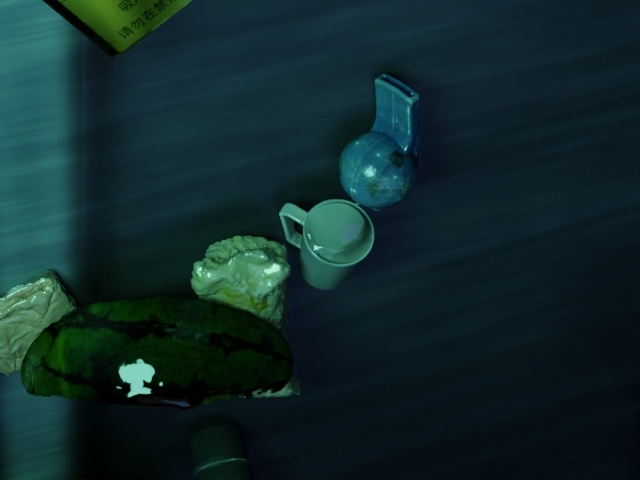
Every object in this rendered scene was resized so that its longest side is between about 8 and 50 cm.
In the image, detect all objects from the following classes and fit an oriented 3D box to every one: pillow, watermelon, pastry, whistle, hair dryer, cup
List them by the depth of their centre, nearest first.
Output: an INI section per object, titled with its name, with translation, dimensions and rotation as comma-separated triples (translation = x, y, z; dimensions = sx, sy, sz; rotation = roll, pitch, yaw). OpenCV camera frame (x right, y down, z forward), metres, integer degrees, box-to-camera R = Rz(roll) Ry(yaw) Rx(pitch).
[whistle]
translation = 0.059, -0.087, 1.624
dimensions = 0.090, 0.090, 0.158
rotation = -15, 139, -8
[watermelon]
translation = -0.171, 0.127, 1.674
dimensions = 0.301, 0.123, 0.129
rotation = 0, 167, -7
[pillow]
translation = -0.369, 0.113, 1.691
dimensions = 0.233, 0.043, 0.126
rotation = -22, 144, -3
[cup]
translation = 0.000, 0.000, 1.691
dimensions = 0.104, 0.074, 0.116
rotation = 29, 160, 2
[pastry]
translation = -0.089, 0.085, 1.741
dimensions = 0.122, 0.089, 0.258
rotation = -11, 137, -7
[hair dryer]
translation = -0.120, 0.328, 1.983
dimensions = 0.072, 0.124, 0.219
rotation = -11, 154, -8

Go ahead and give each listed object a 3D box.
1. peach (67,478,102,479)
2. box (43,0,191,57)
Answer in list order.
[peach]
translation = -0.323, 0.471, 1.869
dimensions = 0.310, 0.335, 0.406
rotation = 17, 132, -37
[box]
translation = -0.194, -0.278, 1.323
dimensions = 0.159, 0.071, 0.240
rotation = -34, 137, 17
